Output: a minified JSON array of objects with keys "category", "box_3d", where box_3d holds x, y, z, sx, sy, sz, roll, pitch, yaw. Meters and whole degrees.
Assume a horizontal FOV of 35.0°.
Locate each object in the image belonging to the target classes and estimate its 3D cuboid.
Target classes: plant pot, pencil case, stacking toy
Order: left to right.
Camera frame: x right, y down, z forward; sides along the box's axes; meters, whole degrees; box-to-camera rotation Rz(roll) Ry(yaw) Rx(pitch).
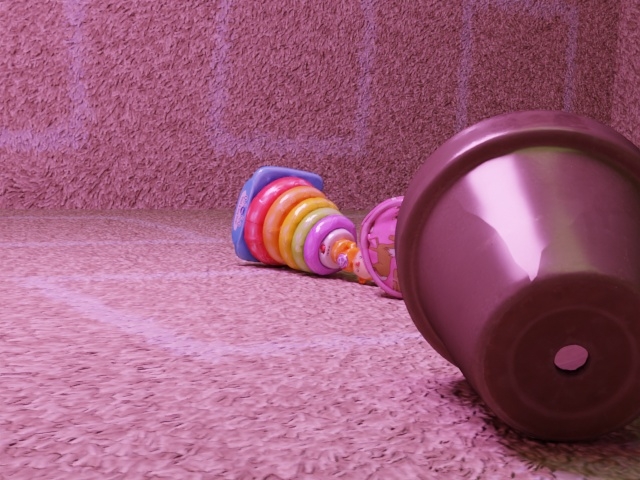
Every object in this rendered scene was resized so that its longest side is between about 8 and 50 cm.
[{"category":"stacking toy","box_3d":[0.000,0.000,1.695,0.166,0.175,0.302,5,17,-41]},{"category":"pencil case","box_3d":[0.192,-0.002,1.624,0.160,0.167,0.386,-36,-8,18]},{"category":"plant pot","box_3d":[0.195,0.044,0.857,0.263,0.263,0.229,3,22,1]}]
